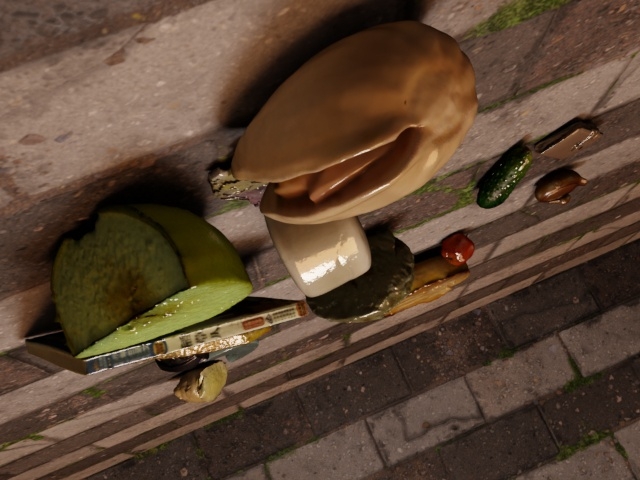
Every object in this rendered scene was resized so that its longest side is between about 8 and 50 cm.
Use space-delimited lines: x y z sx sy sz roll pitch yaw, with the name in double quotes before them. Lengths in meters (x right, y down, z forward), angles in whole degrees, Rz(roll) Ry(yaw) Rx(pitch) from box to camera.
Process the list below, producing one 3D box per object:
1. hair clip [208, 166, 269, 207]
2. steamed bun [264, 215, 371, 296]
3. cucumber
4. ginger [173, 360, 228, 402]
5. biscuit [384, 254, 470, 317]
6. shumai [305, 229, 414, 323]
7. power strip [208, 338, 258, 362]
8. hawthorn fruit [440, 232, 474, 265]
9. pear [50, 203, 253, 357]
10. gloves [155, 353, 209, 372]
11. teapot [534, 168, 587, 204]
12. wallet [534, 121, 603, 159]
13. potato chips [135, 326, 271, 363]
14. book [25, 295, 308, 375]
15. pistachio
"hair clip" -0.072 -0.098 1.003 0.187 0.056 0.146 -31 154 30
"steamed bun" 0.000 0.000 1.196 0.146 0.164 0.242 -25 161 -1
"cucumber" 0.390 -0.132 1.487 0.069 0.069 0.227 -17 159 -21
"ginger" -0.350 0.420 2.090 0.122 0.115 0.193 -7 176 18
"biscuit" 0.285 0.122 2.020 0.296 0.102 0.296 -22 166 -6
"shumai" 0.100 0.103 1.585 0.256 0.189 0.218 -21 161 8
"power strip" -0.240 0.285 1.897 0.137 0.044 0.216 -28 163 9
"hawthorn fruit" 0.368 0.019 1.881 0.093 0.093 0.093 -22 162 -7
"pear" -0.227 0.043 1.042 0.292 0.159 0.292 -20 165 -6
"gloves" -0.312 0.222 1.532 0.164 0.124 0.203 -46 167 6
"teapot" 0.595 -0.127 1.742 0.129 0.078 0.098 -22 163 -7
"wallet" 0.530 -0.209 1.493 0.118 0.039 0.152 -34 159 34
"potato chips" -0.297 0.201 1.397 0.407 0.057 0.080 -8 -162 -8
"book" -0.278 0.159 1.284 0.428 0.039 0.300 -10 -174 -39
"pistachio" 0.033 -0.133 0.841 0.318 0.214 0.193 -22 121 26
